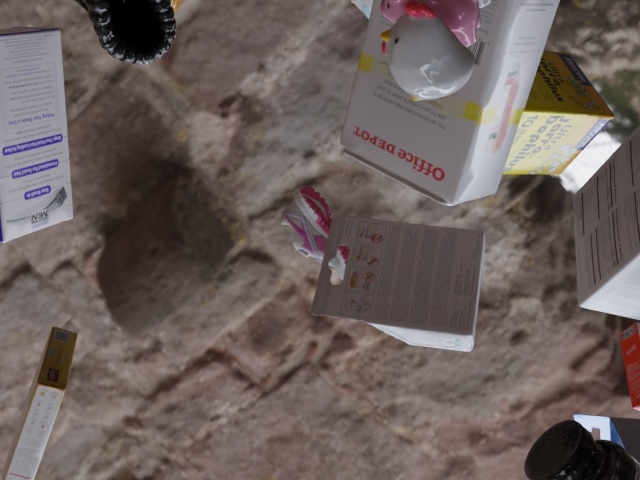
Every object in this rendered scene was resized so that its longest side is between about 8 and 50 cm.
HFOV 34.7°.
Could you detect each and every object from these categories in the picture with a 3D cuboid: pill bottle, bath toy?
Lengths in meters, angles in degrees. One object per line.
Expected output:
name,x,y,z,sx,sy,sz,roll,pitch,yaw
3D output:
pill bottle,0.361,0.326,1.270,0.123,0.219,0.123,-46,-168,12
bath toy,0.148,-0.331,1.366,0.151,0.129,0.348,-6,-137,23

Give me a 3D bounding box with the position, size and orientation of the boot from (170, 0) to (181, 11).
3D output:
boot,-0.191,-0.576,2.022,0.104,0.211,0.295,-155,-106,-70

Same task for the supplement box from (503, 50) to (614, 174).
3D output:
supplement box,0.393,-0.268,2.121,0.356,0.195,0.194,-3,144,-38

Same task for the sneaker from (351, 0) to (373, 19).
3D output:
sneaker,0.042,-0.555,2.099,0.208,0.319,0.127,9,-122,39

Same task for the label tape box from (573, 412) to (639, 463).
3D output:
label tape box,0.664,0.429,1.987,0.333,0.240,0.106,0,-118,17

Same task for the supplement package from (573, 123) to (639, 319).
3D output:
supplement package,0.504,-0.029,1.419,0.263,0.199,0.198,119,-20,-57

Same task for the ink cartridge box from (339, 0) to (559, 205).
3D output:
ink cartridge box,0.217,-0.295,1.809,0.160,0.279,0.385,-14,126,-47

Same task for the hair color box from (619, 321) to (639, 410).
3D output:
hair color box,0.523,0.206,1.624,0.043,0.072,0.141,-48,-150,42

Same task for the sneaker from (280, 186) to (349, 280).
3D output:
sneaker,0.000,0.000,2.440,0.111,0.252,0.103,-36,177,28

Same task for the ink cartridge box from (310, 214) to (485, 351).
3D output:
ink cartridge box,0.113,0.057,1.451,0.224,0.056,0.181,5,-126,11

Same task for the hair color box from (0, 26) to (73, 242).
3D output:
hair color box,-0.524,-0.183,1.732,0.110,0.339,0.185,6,-164,25

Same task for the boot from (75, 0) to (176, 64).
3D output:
boot,-0.346,-0.412,1.412,0.131,0.348,0.260,-44,-145,10

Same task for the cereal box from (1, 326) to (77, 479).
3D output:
cereal box,-0.430,0.273,1.553,0.173,0.047,0.240,-106,-144,-65
